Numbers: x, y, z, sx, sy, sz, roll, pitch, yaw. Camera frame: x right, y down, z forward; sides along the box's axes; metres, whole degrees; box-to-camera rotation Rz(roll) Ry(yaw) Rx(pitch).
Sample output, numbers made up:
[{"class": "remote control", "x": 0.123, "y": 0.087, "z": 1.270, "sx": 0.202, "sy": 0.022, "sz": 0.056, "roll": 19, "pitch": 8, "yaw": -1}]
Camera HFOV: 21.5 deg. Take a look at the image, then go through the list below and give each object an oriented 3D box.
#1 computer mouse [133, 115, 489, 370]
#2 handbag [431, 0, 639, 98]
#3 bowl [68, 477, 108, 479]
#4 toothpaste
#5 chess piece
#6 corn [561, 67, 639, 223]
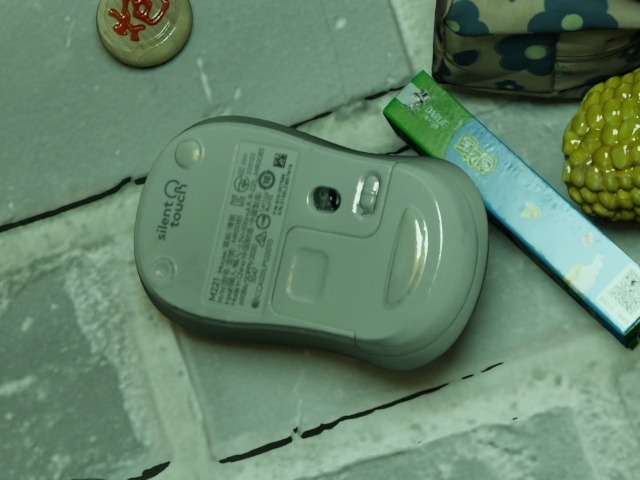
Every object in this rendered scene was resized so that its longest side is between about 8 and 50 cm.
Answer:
[{"class": "computer mouse", "x": 0.000, "y": 0.000, "z": 1.320, "sx": 0.297, "sy": 0.121, "sz": 0.184, "roll": 6, "pitch": 88, "yaw": 29}, {"class": "handbag", "x": 0.194, "y": -0.243, "z": 1.317, "sx": 0.193, "sy": 0.190, "sz": 0.251, "roll": 9, "pitch": 75, "yaw": 1}, {"class": "bowl", "x": -0.163, "y": 0.291, "z": 1.278, "sx": 0.211, "sy": 0.112, "sz": 0.211, "roll": -3, "pitch": 75, "yaw": 12}, {"class": "toothpaste", "x": 0.161, "y": -0.025, "z": 1.322, "sx": 0.050, "sy": 0.065, "sz": 0.267, "roll": -46, "pitch": 72, "yaw": 2}, {"class": "chess piece", "x": -0.151, "y": -0.189, "z": 1.443, "sx": 0.084, "sy": 0.038, "sz": 0.083, "roll": -3, "pitch": 75, "yaw": 13}, {"class": "corn", "x": 0.369, "y": -0.090, "z": 1.226, "sx": 0.387, "sy": 0.144, "sz": 0.143, "roll": -4, "pitch": 74, "yaw": 27}]
